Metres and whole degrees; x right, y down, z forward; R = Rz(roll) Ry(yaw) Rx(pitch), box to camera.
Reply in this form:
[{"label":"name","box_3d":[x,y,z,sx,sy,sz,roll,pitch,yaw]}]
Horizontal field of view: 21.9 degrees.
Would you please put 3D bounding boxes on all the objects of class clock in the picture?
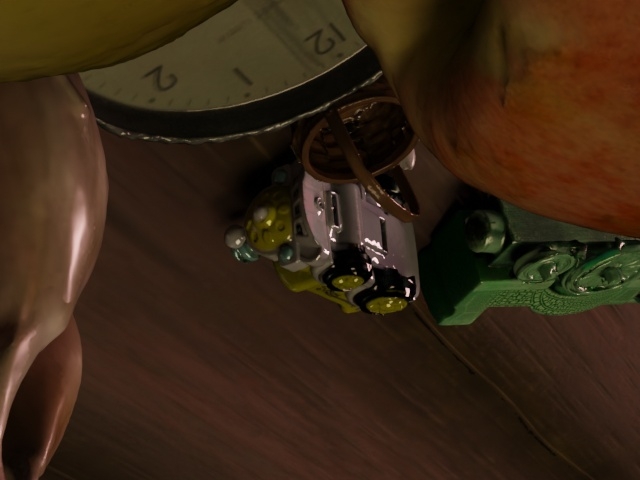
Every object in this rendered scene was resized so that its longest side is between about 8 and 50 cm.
[{"label":"clock","box_3d":[-0.032,-0.124,0.709,0.215,0.042,0.215,-17,146,-11]}]

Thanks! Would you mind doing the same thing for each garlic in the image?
[{"label":"garlic","box_3d":[-0.189,-0.013,0.600,0.210,0.292,0.237,22,86,-59]}]

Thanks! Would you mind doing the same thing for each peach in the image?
[{"label":"peach","box_3d":[0.138,-0.116,0.611,0.257,0.232,0.232,-18,148,-26]}]

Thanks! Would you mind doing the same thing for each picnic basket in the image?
[{"label":"picnic basket","box_3d":[0.022,-0.045,0.815,0.072,0.083,0.072,-17,147,-12]}]

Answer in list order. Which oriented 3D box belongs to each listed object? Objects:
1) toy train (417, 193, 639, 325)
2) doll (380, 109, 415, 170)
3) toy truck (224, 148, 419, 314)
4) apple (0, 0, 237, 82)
[{"label":"toy train","box_3d":[0.153,0.007,0.984,0.178,0.071,0.104,0,148,-30]},{"label":"doll","box_3d":[0.130,-0.107,0.822,0.114,0.057,0.227,12,135,-37]},{"label":"toy truck","box_3d":[0.000,0.000,0.886,0.077,0.076,0.111,-19,152,31]},{"label":"apple","box_3d":[-0.088,-0.180,0.407,0.292,0.292,0.254,-28,155,6]}]
